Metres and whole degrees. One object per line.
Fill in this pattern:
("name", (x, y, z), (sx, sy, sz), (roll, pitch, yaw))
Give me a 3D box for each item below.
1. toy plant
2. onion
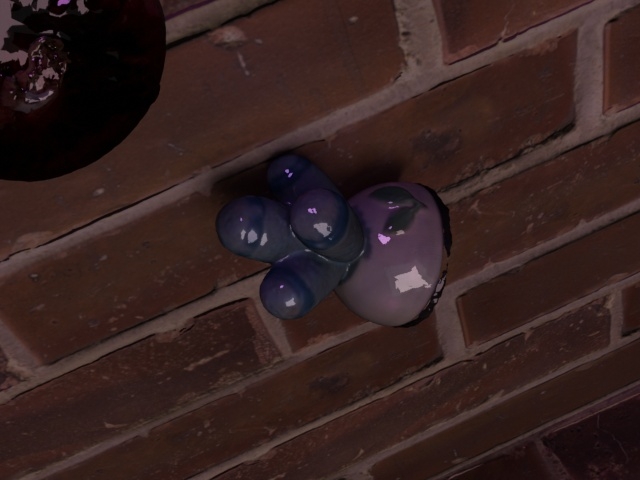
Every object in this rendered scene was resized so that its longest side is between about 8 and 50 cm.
("toy plant", (0.000, 0.000, 1.193), (0.332, 0.247, 0.247), (11, 127, -29))
("onion", (-0.305, -0.188, 0.836), (0.313, 0.232, 0.314), (-15, 137, -15))
